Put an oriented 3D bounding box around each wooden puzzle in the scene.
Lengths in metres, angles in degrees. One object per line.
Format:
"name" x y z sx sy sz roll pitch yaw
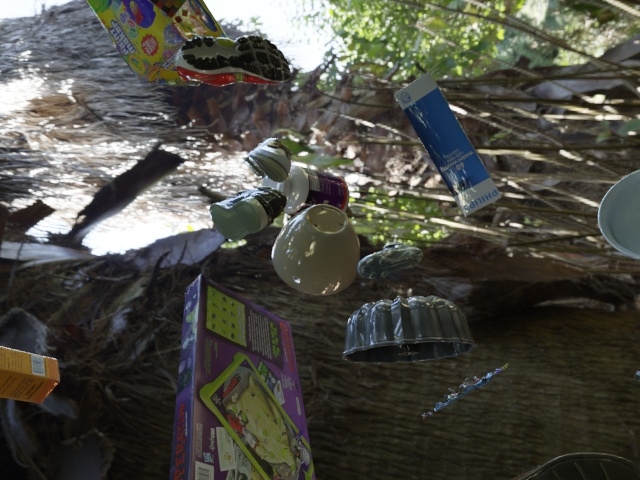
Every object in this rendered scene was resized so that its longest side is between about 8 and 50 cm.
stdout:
"wooden puzzle" -0.250 -0.400 0.725 0.049 0.083 0.006 -54 8 -6

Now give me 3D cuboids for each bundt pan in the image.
"bundt pan" 0.213 0.224 1.106 0.331 0.331 0.124 46 -142 -61

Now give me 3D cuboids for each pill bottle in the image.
"pill bottle" -0.053 -0.179 1.647 0.323 0.182 0.181 6 -85 -44

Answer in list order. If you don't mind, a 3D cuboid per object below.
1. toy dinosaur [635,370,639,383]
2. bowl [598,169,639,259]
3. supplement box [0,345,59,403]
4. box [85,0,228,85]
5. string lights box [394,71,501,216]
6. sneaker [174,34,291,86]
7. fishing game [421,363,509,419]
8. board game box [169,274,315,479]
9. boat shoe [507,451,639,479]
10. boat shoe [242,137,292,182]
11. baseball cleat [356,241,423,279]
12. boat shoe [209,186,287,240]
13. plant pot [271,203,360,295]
"toy dinosaur" 0.824 0.316 1.040 0.268 0.064 0.118 83 176 -45
"bowl" 0.950 -0.053 1.212 0.134 0.298 0.297 32 -111 -38
"supplement box" -0.680 0.271 0.918 0.078 0.080 0.233 -48 -46 5
"box" -0.427 -0.593 1.186 0.290 0.177 0.279 57 -157 -6
"string lights box" 0.246 -0.181 0.849 0.259 0.077 0.133 60 -161 2
"sneaker" -0.207 -0.418 1.053 0.279 0.118 0.107 -5 -95 -30
"fishing game" 0.378 0.398 1.179 0.264 0.041 0.189 -30 -27 -3
"board game box" -0.108 0.220 0.637 0.208 0.056 0.346 32 -156 -31
"boat shoe" 0.438 0.476 0.839 0.104 0.307 0.110 37 -148 -59
"boat shoe" -0.138 -0.235 1.232 0.103 0.302 0.113 -48 -66 -7
"baseball cleat" 0.174 0.053 1.194 0.206 0.109 0.072 -7 -70 -24
"boat shoe" -0.139 -0.051 0.819 0.069 0.228 0.081 -36 -72 -29
"plant pot" 0.000 0.000 1.366 0.284 0.284 0.190 -54 -15 -42
